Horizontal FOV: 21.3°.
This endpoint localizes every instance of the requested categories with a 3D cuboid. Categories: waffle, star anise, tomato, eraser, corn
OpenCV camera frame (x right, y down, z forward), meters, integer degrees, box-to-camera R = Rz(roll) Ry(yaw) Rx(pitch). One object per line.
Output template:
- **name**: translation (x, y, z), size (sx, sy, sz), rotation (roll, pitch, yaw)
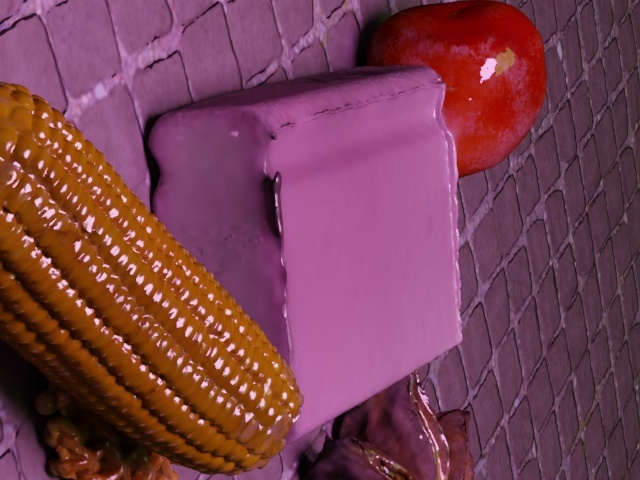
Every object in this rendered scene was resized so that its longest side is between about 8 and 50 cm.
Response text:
- **waffle**: translation (-0.143, 0.116, 1.239), size (0.191, 0.038, 0.191), rotation (8, 81, -63)
- **star anise**: translation (0.069, 0.280, 1.583), size (0.331, 0.117, 0.332), rotation (3, 87, -55)
- **tomato**: translation (0.133, -0.147, 1.643), size (0.151, 0.187, 0.187), rotation (-34, 122, -85)
- **eraser**: translation (0.000, 0.000, 1.447), size (0.359, 0.122, 0.272), rotation (-23, 112, -61)
- **corn**: translation (-0.137, 0.039, 1.103), size (0.344, 0.131, 0.131), rotation (48, 46, -36)
